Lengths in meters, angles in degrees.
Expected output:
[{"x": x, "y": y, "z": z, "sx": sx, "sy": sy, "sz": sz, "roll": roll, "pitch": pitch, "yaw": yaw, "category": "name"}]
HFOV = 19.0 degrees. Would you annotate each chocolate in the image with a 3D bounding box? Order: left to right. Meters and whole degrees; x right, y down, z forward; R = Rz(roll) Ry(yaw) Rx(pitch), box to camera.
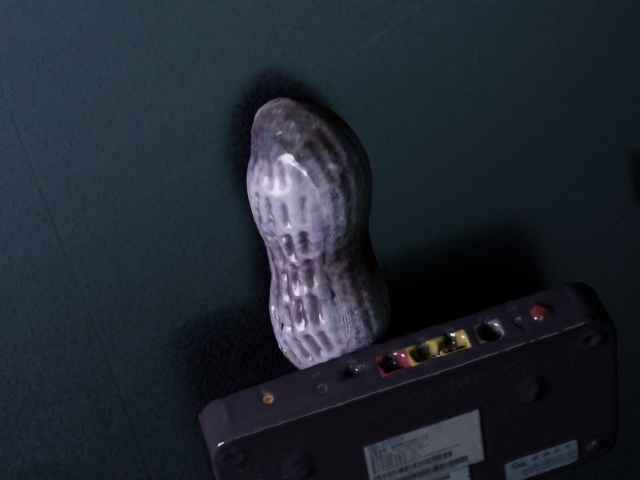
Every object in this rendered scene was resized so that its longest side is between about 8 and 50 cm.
[{"x": 0.000, "y": 0.000, "z": 1.569, "sx": 0.110, "sy": 0.110, "sz": 0.248, "roll": -16, "pitch": 116, "yaw": -7, "category": "chocolate"}]

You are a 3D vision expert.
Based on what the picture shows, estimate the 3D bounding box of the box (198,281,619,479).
[{"x": 0.081, "y": 0.159, "z": 1.618, "sx": 0.350, "sy": 0.058, "sz": 0.211, "roll": -18, "pitch": 141, "yaw": -5, "category": "box"}]
